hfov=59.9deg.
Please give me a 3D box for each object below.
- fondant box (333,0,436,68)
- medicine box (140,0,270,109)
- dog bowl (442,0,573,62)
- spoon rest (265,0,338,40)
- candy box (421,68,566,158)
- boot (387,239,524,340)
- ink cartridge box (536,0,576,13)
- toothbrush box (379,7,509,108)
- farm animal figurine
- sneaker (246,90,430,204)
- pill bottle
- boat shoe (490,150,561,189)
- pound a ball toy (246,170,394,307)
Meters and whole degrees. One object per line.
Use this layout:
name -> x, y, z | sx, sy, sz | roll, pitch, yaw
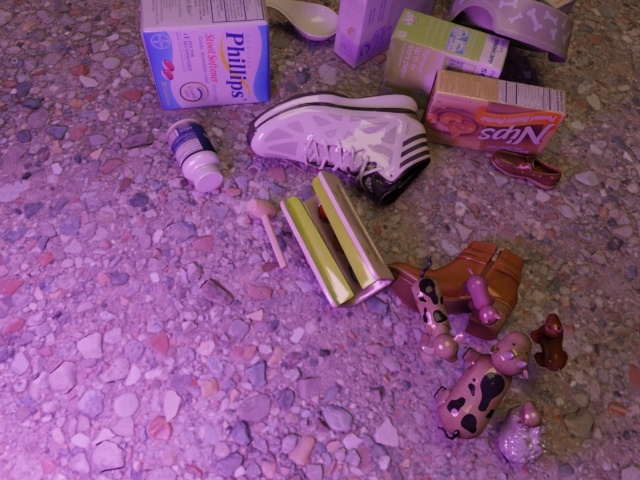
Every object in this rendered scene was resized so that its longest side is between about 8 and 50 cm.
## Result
fondant box -> 0.196, -0.660, 1.545 | 0.330, 0.238, 0.096 | -36, 71, -21
medicine box -> -0.278, -0.481, 1.393 | 0.289, 0.264, 0.149 | -6, 62, -8
dog bowl -> 0.505, -0.579, 1.485 | 0.348, 0.102, 0.349 | 16, 19, -6
spoon rest -> -0.079, -0.644, 1.604 | 0.276, 0.084, 0.137 | 8, 61, 1
candy box -> 0.426, -0.313, 1.402 | 0.316, 0.183, 0.088 | 10, 62, 1
boot -> 0.302, 0.068, 1.228 | 0.283, 0.109, 0.220 | 23, 56, 17
ink cartridge box -> 0.711, -0.766, 1.746 | 0.109, 0.063, 0.150 | -32, 68, -19
toothbrush box -> 0.316, -0.451, 1.457 | 0.283, 0.206, 0.122 | 19, 62, 5
farm animal figurine -> 0.301, 0.227, 1.041 | 0.330, 0.172, 0.327 | 18, 90, 6
sneaker -> 0.061, -0.210, 1.324 | 0.447, 0.169, 0.258 | -9, 60, -12
pill bottle -> -0.298, -0.202, 1.333 | 0.094, 0.094, 0.169 | -23, 66, -16
boat shoe -> 0.525, -0.191, 1.413 | 0.177, 0.060, 0.064 | 25, 62, 9
pound a ball toy -> 0.000, 0.000, 1.238 | 0.208, 0.135, 0.319 | -36, 70, 21
